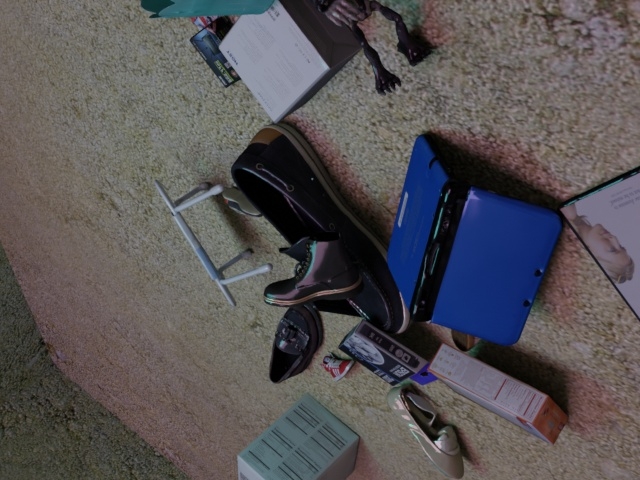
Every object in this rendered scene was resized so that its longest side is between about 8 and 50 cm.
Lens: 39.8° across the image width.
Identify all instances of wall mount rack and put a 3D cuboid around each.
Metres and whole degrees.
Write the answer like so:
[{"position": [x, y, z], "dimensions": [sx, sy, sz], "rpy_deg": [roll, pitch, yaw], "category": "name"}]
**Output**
[{"position": [-0.237, -0.014, 2.018], "dimensions": [0.350, 0.130, 0.304], "rpy_deg": [59, 173, -12], "category": "wall mount rack"}]

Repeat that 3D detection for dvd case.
[{"position": [0.480, 0.022, 1.294], "dimensions": [0.253, 0.022, 0.180], "rpy_deg": [53, 149, -3], "category": "dvd case"}]

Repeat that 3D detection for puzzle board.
[{"position": [-0.239, -0.458, 1.739], "dimensions": [0.128, 0.011, 0.096], "rpy_deg": [52, 149, -3], "category": "puzzle board"}]

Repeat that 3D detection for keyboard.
[{"position": [0.025, 0.119, 1.863], "dimensions": [0.108, 0.180, 0.023], "rpy_deg": [43, 110, 41], "category": "keyboard"}]

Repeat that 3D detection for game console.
[{"position": [0.247, 0.000, 1.504], "dimensions": [0.250, 0.173, 0.293], "rpy_deg": [-110, 24, -49], "category": "game console"}]

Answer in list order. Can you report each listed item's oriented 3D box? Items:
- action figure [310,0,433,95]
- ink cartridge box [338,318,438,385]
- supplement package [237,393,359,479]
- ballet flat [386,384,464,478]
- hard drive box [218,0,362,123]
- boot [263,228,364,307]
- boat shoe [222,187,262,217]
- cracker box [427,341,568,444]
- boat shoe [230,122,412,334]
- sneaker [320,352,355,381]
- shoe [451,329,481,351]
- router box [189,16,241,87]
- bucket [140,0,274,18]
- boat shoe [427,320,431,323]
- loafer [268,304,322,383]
[{"position": [0.064, -0.363, 1.310], "dimensions": [0.275, 0.164, 0.141], "rpy_deg": [53, 171, -21], "category": "action figure"}, {"position": [0.147, 0.253, 1.857], "dimensions": [0.208, 0.045, 0.206], "rpy_deg": [32, 162, 1], "category": "ink cartridge box"}, {"position": [-0.060, 0.595, 2.362], "dimensions": [0.198, 0.263, 0.199], "rpy_deg": [36, 146, 25], "category": "supplement package"}, {"position": [0.246, 0.420, 1.968], "dimensions": [0.248, 0.086, 0.086], "rpy_deg": [47, 149, 8], "category": "ballet flat"}, {"position": [-0.060, -0.339, 1.554], "dimensions": [0.181, 0.089, 0.232], "rpy_deg": [53, 149, -3], "category": "hard drive box"}, {"position": [-0.029, 0.047, 1.676], "dimensions": [0.198, 0.077, 0.137], "rpy_deg": [-12, 120, 14], "category": "boot"}, {"position": [-0.171, -0.079, 2.012], "dimensions": [0.137, 0.049, 0.043], "rpy_deg": [26, 146, 40], "category": "boat shoe"}, {"position": [0.333, 0.286, 1.660], "dimensions": [0.232, 0.067, 0.156], "rpy_deg": [26, 170, 36], "category": "cracker box"}, {"position": [0.000, 0.000, 1.771], "dimensions": [0.500, 0.156, 0.187], "rpy_deg": [54, 147, -7], "category": "boat shoe"}, {"position": [0.039, 0.298, 2.137], "dimensions": [0.067, 0.042, 0.118], "rpy_deg": [45, 151, 5], "category": "sneaker"}, {"position": [0.278, 0.110, 1.626], "dimensions": [0.076, 0.058, 0.219], "rpy_deg": [49, 152, 44], "category": "shoe"}, {"position": [-0.190, -0.367, 1.732], "dimensions": [0.122, 0.038, 0.092], "rpy_deg": [53, 150, -15], "category": "router box"}, {"position": [-0.175, -0.479, 1.376], "dimensions": [0.281, 0.183, 0.281], "rpy_deg": [176, 90, -66], "category": "bucket"}, {"position": [0.219, 0.116, 1.707], "dimensions": [0.040, 0.049, 0.142], "rpy_deg": [43, 150, 15], "category": "boat shoe"}, {"position": [-0.070, 0.264, 2.191], "dimensions": [0.109, 0.095, 0.302], "rpy_deg": [39, 147, 19], "category": "loafer"}]
